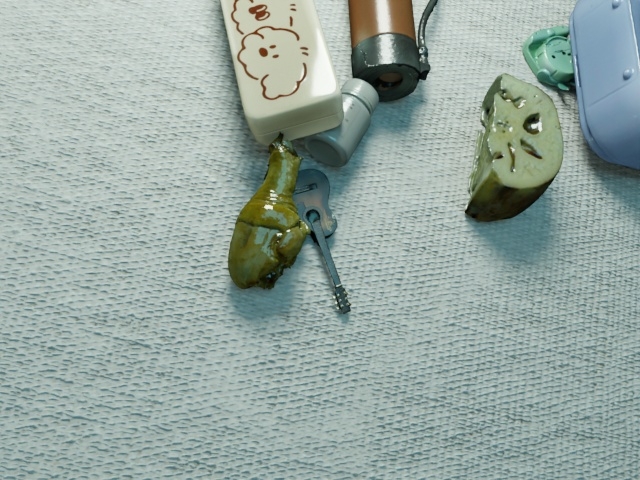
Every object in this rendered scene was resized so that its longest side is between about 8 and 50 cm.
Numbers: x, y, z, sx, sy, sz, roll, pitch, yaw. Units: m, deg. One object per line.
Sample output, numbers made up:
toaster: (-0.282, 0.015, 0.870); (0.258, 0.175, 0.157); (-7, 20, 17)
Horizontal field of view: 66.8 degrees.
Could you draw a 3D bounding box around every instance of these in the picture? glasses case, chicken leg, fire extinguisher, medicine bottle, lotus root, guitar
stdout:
glasses case: (-0.069, -0.314, 0.748); (0.144, 0.076, 0.336); (-16, 68, 1)
chicken leg: (-0.063, -0.035, 0.692); (0.103, 0.088, 0.228); (18, 85, 10)
fire extinguisher: (0.124, -0.431, 0.863); (0.200, 0.113, 0.376); (9, 71, -41)
medicine bottle: (0.037, -0.189, 0.776); (0.080, 0.080, 0.130); (31, 69, -3)
lotus root: (0.320, -0.151, 0.810); (0.138, 0.119, 0.235); (10, 71, -4)
guitar: (0.000, 0.000, 0.744); (0.088, 0.025, 0.233); (-18, 80, -16)

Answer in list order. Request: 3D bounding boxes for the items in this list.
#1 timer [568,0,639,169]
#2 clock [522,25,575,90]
timer: (0.658, -0.310, 0.886); (0.395, 0.173, 0.395); (6, 74, -20)
clock: (0.460, -0.345, 0.938); (0.101, 0.041, 0.135); (-20, 80, -18)
